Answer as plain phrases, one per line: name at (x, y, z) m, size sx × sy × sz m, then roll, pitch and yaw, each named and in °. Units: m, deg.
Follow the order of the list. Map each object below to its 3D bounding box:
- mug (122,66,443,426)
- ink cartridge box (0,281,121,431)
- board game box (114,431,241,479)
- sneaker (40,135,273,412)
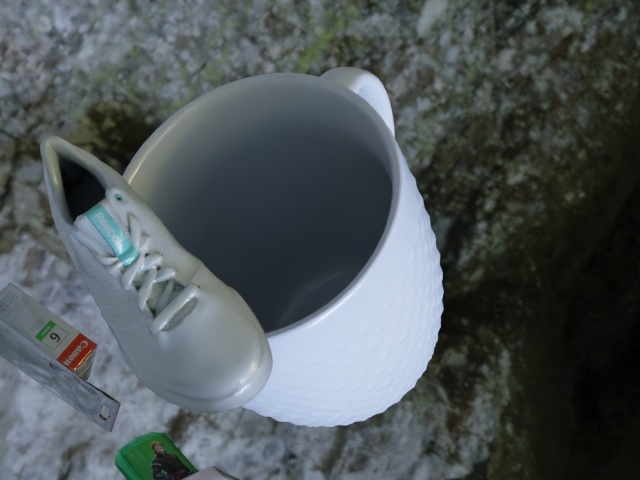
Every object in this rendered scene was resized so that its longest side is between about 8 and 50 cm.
mug at (0.000, 0.000, 1.040) m, size 0.276 × 0.328 × 0.374 m, roll 8°, pitch -115°, yaw 23°
ink cartridge box at (-0.184, 0.084, 0.731) m, size 0.029 × 0.115 × 0.063 m, roll -54°, pitch 177°, yaw -33°
board game box at (-0.135, 0.299, 0.590) m, size 0.390 × 0.390 × 0.050 m, roll -47°, pitch -119°, yaw -5°
sneaker at (-0.113, 0.016, 0.626) m, size 0.080 × 0.094 × 0.212 m, roll -39°, pitch -120°, yaw -12°
